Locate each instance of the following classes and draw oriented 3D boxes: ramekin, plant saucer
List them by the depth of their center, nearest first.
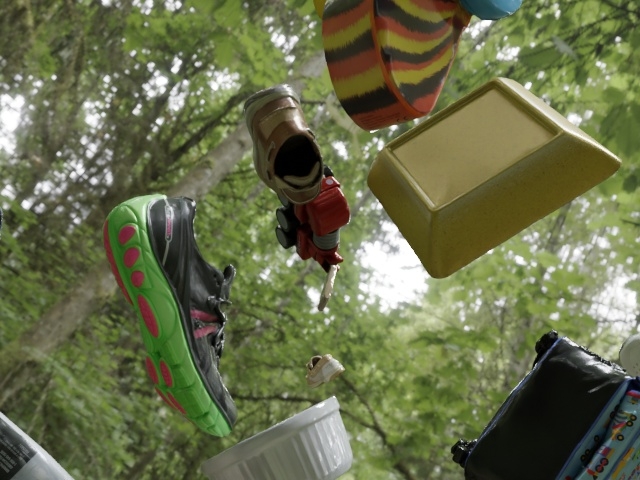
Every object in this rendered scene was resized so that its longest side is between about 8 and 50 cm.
[{"bbox_3d":[0.249,-0.134,1.209,0.081,0.332,0.333,55,5,-36],"label":"plant saucer"},{"bbox_3d":[-0.066,0.392,1.317,0.127,0.272,0.273,62,-23,12],"label":"ramekin"}]

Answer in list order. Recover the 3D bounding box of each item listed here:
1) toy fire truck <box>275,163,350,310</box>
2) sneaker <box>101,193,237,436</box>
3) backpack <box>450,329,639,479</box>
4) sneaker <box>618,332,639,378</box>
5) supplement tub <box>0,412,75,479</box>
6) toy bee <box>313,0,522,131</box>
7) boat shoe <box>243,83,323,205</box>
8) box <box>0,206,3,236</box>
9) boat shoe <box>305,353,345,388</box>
[{"bbox_3d":[0.000,0.000,1.563,0.246,0.158,0.217,51,-27,29],"label":"toy fire truck"},{"bbox_3d":[-0.223,0.142,1.342,0.185,0.202,0.483,11,-60,50],"label":"sneaker"},{"bbox_3d":[0.209,0.189,0.623,0.117,0.158,0.173,29,-20,42],"label":"backpack"},{"bbox_3d":[0.554,0.229,1.028,0.297,0.111,0.129,36,10,19],"label":"sneaker"},{"bbox_3d":[-0.460,0.381,0.881,0.207,0.338,0.207,33,-28,20],"label":"supplement tub"},{"bbox_3d":[0.069,-0.226,0.561,0.195,0.298,0.162,-25,-63,30],"label":"toy bee"},{"bbox_3d":[-0.052,-0.135,1.300,0.116,0.123,0.324,61,-1,25],"label":"boat shoe"},{"bbox_3d":[-0.786,-0.036,1.102,0.479,0.297,0.472,-1,27,-36],"label":"box"},{"bbox_3d":[0.001,0.272,1.584,0.059,0.063,0.170,54,-26,3],"label":"boat shoe"}]
